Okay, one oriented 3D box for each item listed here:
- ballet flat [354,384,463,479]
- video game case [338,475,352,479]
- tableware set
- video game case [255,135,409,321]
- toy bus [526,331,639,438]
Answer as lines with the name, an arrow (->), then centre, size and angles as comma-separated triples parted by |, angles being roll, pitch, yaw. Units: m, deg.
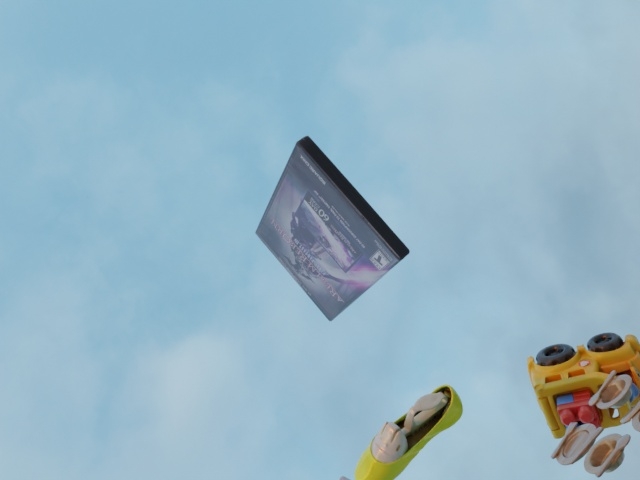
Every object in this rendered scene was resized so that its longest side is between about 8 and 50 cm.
ballet flat -> 0.145, 0.320, 0.930 | 0.231, 0.077, 0.077 | -31, -50, -19
video game case -> 0.080, 0.507, 0.954 | 0.019, 0.143, 0.157 | -11, -63, -64
tableware set -> 0.342, 0.217, 0.652 | 0.020, 0.168, 0.141 | 43, -96, 7
video game case -> 0.000, 0.000, 0.794 | 0.026, 0.274, 0.196 | -36, -99, -29
toy bus -> 0.516, 0.288, 1.047 | 0.220, 0.211, 0.149 | -21, -86, 22
